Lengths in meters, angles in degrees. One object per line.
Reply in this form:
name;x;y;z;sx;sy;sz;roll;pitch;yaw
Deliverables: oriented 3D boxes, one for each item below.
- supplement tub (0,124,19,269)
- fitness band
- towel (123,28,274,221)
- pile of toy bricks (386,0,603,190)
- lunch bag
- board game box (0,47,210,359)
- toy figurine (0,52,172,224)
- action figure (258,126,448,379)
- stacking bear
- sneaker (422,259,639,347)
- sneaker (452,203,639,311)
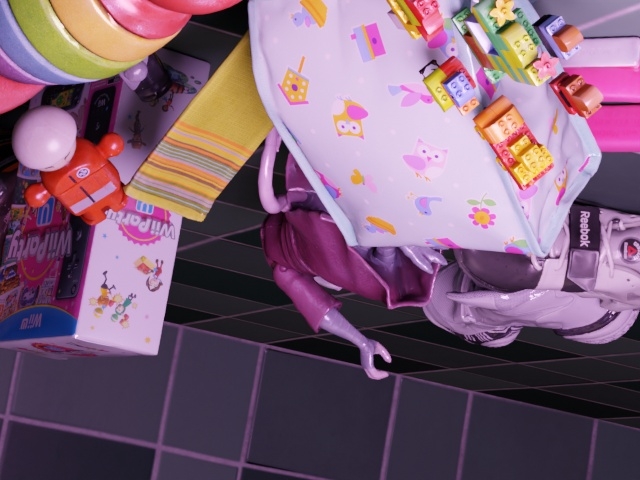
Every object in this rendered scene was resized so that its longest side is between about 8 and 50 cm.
supplement tub;-0.341;-0.011;2.238;0.207;0.207;0.338;17;-176;-32
fitness band;0.262;-0.124;1.736;0.291;0.054;0.209;3;168;37
towel;-0.073;-0.116;1.709;0.102;0.237;0.021;16;-149;-49
pile of toy bricks;0.138;-0.139;1.421;0.212;0.118;0.105;53;172;-20
lunch bag;0.081;-0.126;1.598;0.223;0.160;0.262;1;133;39
board game box;-0.230;-0.035;1.961;0.097;0.303;0.224;15;168;-31
toy figurine;-0.260;-0.134;1.744;0.213;0.209;0.148;10;156;28
action figure;0.000;0.000;2.099;0.276;0.248;0.370;14;166;-18
stacking bear;-0.162;-0.203;1.450;0.289;0.175;0.164;-11;177;39
sneaker;0.218;0.045;2.462;0.210;0.137;0.366;26;164;-36
sneaker;0.307;0.004;2.230;0.330;0.122;0.146;9;165;-33
